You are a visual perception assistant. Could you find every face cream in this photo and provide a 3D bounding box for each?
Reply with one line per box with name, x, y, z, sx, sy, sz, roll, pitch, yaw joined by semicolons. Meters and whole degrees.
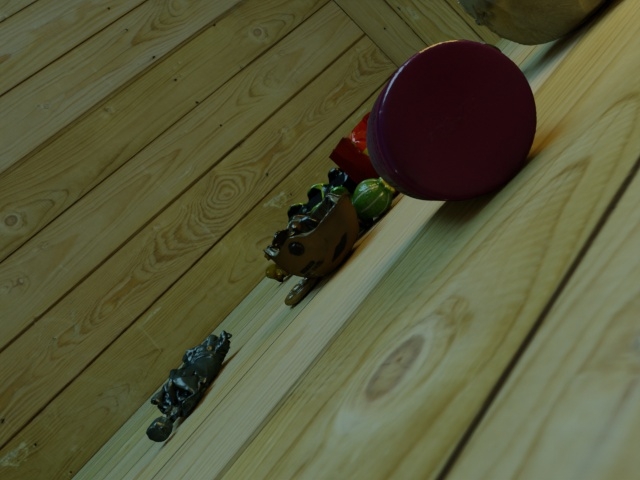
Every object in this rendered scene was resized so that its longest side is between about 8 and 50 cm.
face cream;0.147;-0.136;0.654;0.175;0.175;0.195;-45;5;2

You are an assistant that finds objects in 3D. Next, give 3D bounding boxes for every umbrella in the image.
umbrella;-0.305;0.324;1.205;0.143;0.094;0.349;-48;4;22

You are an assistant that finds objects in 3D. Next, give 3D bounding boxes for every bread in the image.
bread;-0.040;0.106;1.170;0.110;0.024;0.110;-45;5;5

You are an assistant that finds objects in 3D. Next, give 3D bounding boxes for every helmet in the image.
helmet;0.000;0.000;1.104;0.224;0.130;0.198;-28;19;39

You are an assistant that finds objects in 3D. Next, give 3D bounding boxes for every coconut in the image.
coconut;0.430;-0.573;1.026;0.360;0.346;0.346;-38;2;-19

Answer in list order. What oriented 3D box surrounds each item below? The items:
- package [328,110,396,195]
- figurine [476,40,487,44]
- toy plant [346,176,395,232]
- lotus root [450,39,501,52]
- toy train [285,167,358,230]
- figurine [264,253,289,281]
package;0.156;-0.231;1.377;0.123;0.196;0.423;-48;3;29
figurine;0.377;-0.453;1.608;0.387;0.166;0.207;-43;-13;-11
toy plant;0.098;-0.080;1.182;0.162;0.093;0.093;-43;5;30
lotus root;0.349;-0.385;1.277;0.193;0.193;0.291;-46;1;-8
toy train;0.030;-0.087;1.479;0.296;0.160;0.100;-38;38;36
figurine;-0.152;0.083;1.858;0.176;0.122;0.121;-39;10;50
